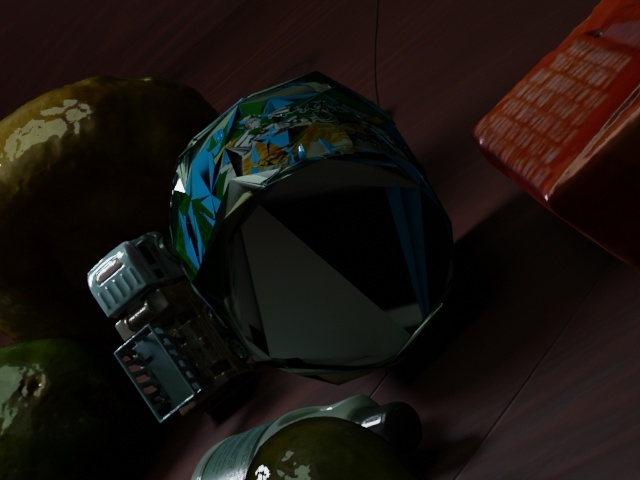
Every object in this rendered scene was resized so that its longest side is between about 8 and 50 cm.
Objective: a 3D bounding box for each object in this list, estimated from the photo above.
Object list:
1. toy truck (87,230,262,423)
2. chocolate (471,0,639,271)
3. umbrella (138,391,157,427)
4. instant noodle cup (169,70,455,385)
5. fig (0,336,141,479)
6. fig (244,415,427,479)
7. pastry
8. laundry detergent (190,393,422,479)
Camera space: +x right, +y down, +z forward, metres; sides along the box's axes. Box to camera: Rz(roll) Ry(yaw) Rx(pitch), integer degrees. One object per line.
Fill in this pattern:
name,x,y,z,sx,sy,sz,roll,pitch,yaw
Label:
toy truck,-0.152,0.080,1.483,0.080,0.177,0.115,-40,-13,22
chocolate,0.241,-0.104,1.115,0.235,0.108,0.237,-45,15,4
umbrella,-0.205,0.178,1.684,0.036,0.031,0.133,-48,15,-14
instant noodle cup,0.000,0.000,1.257,0.240,0.240,0.178,-45,17,2
fig,-0.270,0.194,1.602,0.195,0.195,0.245,-48,-15,-9
fig,0.023,0.167,0.975,0.133,0.126,0.185,-41,6,-37
pastry,-0.212,-0.015,1.622,0.356,0.356,0.164,-38,36,25
laundry detergent,-0.009,0.162,1.156,0.226,0.070,0.099,-30,16,47
